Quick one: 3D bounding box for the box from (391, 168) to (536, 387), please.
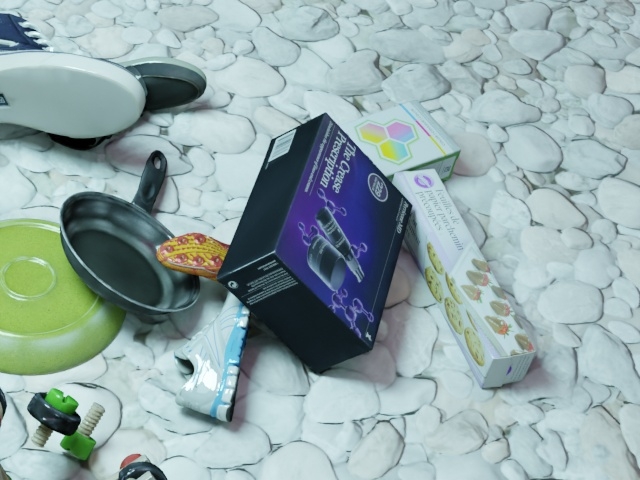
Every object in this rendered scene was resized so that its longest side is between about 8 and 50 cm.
[{"bbox_3d":[0.175,0.043,1.841,0.063,0.067,0.324,-8,51,-22],"label":"box"}]

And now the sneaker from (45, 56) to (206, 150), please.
[{"bbox_3d":[-0.262,-0.177,1.928,0.222,0.083,0.118,-4,53,-5],"label":"sneaker"}]

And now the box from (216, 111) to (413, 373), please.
[{"bbox_3d":[0.000,0.000,1.751,0.184,0.103,0.261,47,39,-27],"label":"box"}]

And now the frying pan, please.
[{"bbox_3d":[-0.251,-0.024,1.767,0.197,0.053,0.326,21,31,-36],"label":"frying pan"}]

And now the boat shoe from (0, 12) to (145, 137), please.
[{"bbox_3d":[-0.369,-0.230,1.852,0.340,0.127,0.158,5,47,16],"label":"boat shoe"}]

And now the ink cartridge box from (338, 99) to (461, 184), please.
[{"bbox_3d":[0.076,-0.112,1.961,0.209,0.062,0.109,-20,56,-30],"label":"ink cartridge box"}]

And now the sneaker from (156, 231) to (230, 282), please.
[{"bbox_3d":[-0.121,0.033,1.759,0.175,0.067,0.064,7,44,-29],"label":"sneaker"}]

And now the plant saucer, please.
[{"bbox_3d":[-0.349,0.054,1.708,0.241,0.037,0.241,8,46,-9],"label":"plant saucer"}]

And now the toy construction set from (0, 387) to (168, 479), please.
[{"bbox_3d":[-0.280,0.296,1.394,0.309,0.237,0.257,32,0,42],"label":"toy construction set"}]

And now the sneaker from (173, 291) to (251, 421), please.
[{"bbox_3d":[-0.128,0.123,1.683,0.083,0.071,0.191,9,45,1],"label":"sneaker"}]
